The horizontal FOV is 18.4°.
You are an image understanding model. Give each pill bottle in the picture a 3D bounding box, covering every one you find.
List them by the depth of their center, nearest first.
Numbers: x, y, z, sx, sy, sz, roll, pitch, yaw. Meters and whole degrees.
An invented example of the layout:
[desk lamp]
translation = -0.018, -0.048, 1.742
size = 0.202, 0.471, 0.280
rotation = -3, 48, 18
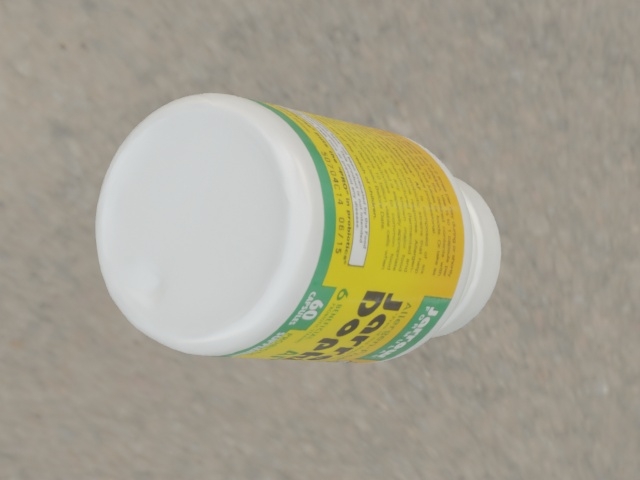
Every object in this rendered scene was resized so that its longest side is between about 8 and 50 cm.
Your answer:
[pill bottle]
translation = 0.000, 0.000, 0.943
size = 0.118, 0.208, 0.117
rotation = -3, 84, 32
